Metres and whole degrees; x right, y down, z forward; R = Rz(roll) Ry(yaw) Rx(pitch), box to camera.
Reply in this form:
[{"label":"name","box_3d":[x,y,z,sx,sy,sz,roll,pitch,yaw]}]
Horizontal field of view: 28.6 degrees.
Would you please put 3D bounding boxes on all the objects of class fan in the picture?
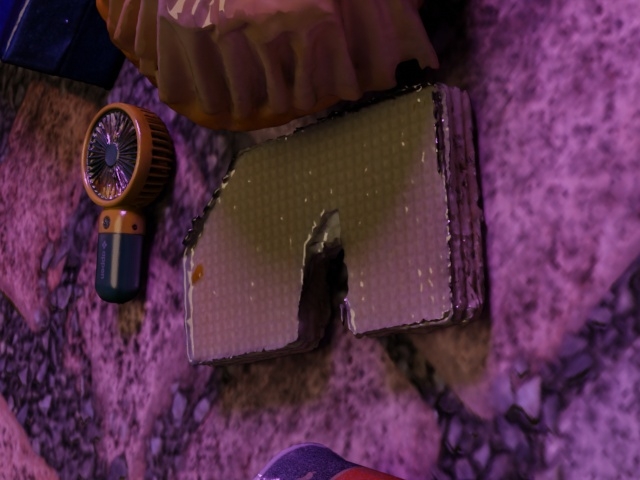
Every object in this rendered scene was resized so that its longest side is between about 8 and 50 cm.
[{"label":"fan","box_3d":[-0.152,-0.028,0.974,0.082,0.039,0.155,1,86,46]}]

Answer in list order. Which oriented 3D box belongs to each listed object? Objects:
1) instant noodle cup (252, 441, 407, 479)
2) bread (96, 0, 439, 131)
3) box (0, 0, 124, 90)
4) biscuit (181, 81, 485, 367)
[{"label":"instant noodle cup","box_3d":[0.037,0.182,0.690,0.135,0.127,0.127,3,85,39]},{"label":"bread","box_3d":[-0.054,-0.263,0.786,0.236,0.183,0.389,-4,72,0]},{"label":"box","box_3d":[-0.221,-0.313,1.048,0.261,0.116,0.279,44,112,42]},{"label":"biscuit","box_3d":[0.000,0.000,0.804,0.250,0.046,0.147,-16,73,43]}]
